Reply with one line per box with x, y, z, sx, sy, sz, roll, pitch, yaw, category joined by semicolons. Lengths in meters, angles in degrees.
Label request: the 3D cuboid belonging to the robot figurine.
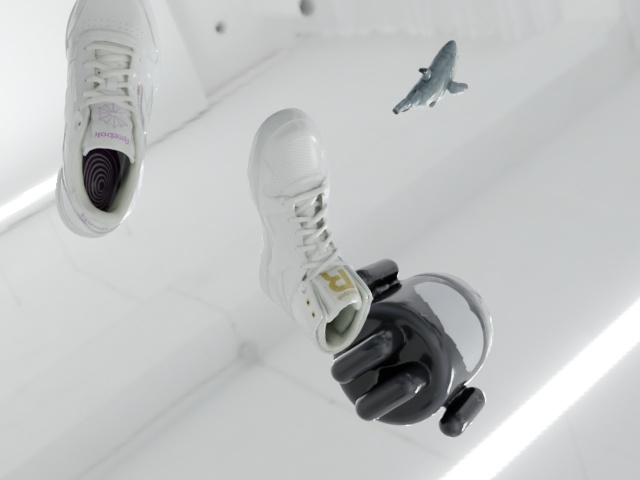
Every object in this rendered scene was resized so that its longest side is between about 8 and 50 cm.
0.127;0.141;1.405;0.173;0.209;0.278;8;-163;27;robot figurine

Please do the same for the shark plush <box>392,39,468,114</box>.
0.156;-0.244;1.604;0.161;0.067;0.073;-32;-130;-24;shark plush

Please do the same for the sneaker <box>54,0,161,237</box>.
-0.226;-0.152;1.165;0.114;0.305;0.152;4;-179;-20;sneaker

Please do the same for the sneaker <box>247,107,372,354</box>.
0.000;0.000;1.216;0.108;0.293;0.169;-24;-134;-22;sneaker
